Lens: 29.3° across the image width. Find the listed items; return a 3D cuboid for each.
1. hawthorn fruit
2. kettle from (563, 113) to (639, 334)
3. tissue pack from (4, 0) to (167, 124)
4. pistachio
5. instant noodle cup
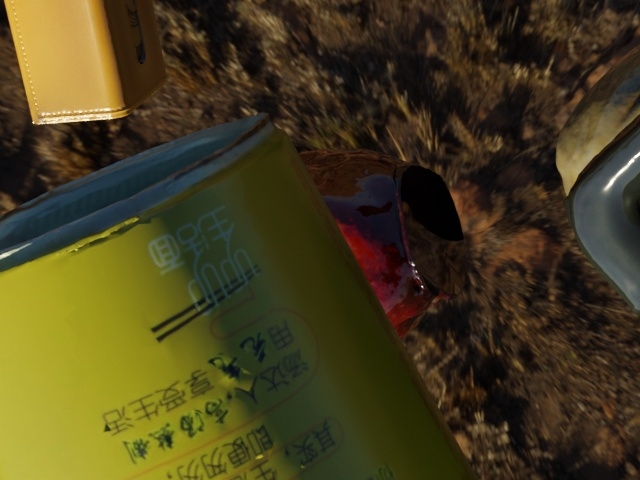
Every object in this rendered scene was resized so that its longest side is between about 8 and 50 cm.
[{"bbox_3d":[0.000,0.000,1.066,0.251,0.189,0.189,18,92,20],"label":"hawthorn fruit"},{"bbox_3d":[0.317,0.008,0.658,0.262,0.203,0.308,25,137,-22],"label":"kettle"},{"bbox_3d":[-0.321,-0.321,1.679,0.145,0.194,0.274,-2,114,14],"label":"tissue pack"},{"bbox_3d":[0.337,-0.125,1.287,0.136,0.136,0.226,39,84,5],"label":"pistachio"},{"bbox_3d":[-0.040,0.090,0.445,0.215,0.215,0.236,-23,102,5],"label":"instant noodle cup"}]
